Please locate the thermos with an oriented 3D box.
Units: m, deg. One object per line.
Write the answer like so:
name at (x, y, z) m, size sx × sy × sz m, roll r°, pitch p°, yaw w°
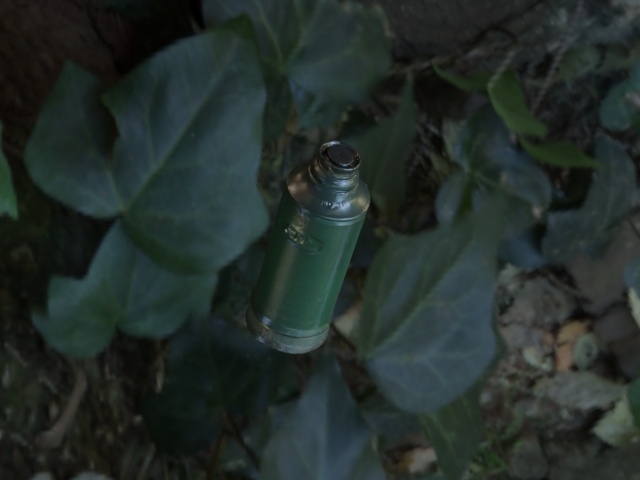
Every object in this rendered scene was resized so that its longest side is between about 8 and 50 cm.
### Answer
thermos at (-0.002, 0.003, 1.045) m, size 0.083 × 0.073 × 0.187 m, roll -1°, pitch 134°, yaw -21°
